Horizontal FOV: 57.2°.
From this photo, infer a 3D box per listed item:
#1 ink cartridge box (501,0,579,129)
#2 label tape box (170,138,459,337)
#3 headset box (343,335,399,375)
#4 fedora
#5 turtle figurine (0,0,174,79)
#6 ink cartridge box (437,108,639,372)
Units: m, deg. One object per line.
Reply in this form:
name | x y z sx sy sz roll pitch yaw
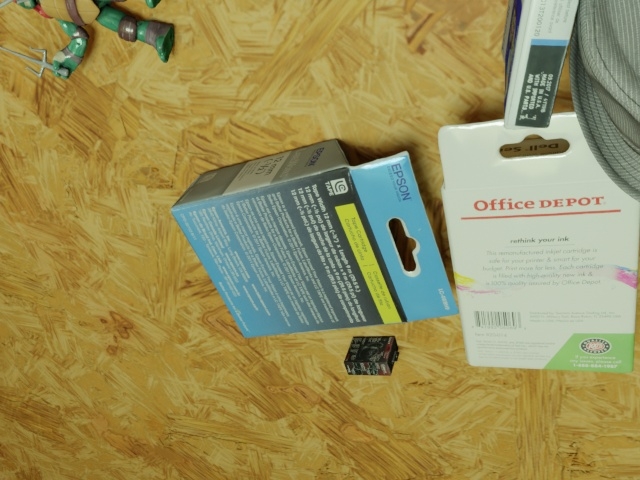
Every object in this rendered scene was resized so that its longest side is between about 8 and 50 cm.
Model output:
ink cartridge box | 0.197 -0.235 0.522 0.045 0.208 0.206 6 127 11
label tape box | 0.000 0.000 0.833 0.347 0.115 0.249 -11 120 24
headset box | 0.088 0.189 0.965 0.083 0.062 0.032 -4 123 23
fedora | 0.288 -0.156 0.445 0.243 0.124 0.276 -5 86 49
turtle figurine | -0.309 -0.291 0.733 0.234 0.118 0.175 5 162 2
ink cartridge box | 0.267 -0.009 0.714 0.207 0.119 0.354 -2 124 22
